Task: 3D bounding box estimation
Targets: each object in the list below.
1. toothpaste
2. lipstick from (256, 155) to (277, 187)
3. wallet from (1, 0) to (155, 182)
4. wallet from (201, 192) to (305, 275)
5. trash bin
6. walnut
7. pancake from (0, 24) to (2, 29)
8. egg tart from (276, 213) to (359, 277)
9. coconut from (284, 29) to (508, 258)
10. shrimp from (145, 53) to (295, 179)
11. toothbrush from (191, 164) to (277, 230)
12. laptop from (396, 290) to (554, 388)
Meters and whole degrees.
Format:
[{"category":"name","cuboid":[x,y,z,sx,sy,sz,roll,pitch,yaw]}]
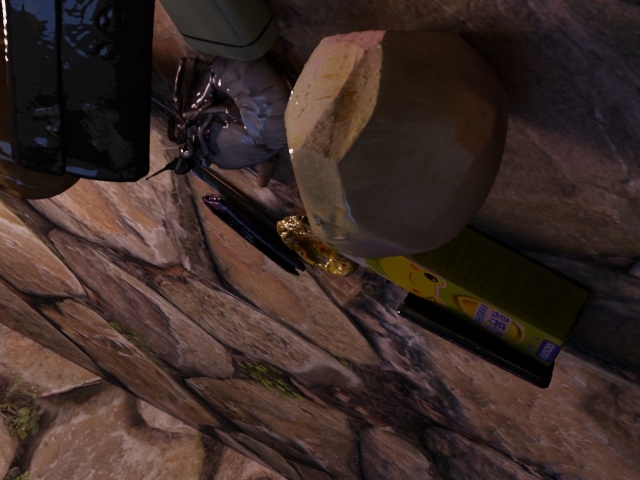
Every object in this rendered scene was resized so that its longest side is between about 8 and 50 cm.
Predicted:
[{"category":"toothpaste","cuboid":[0.160,0.033,1.625,0.327,0.077,0.110,29,160,9]},{"category":"lipstick","cuboid":[-0.070,-0.092,1.758,0.019,0.019,0.094,31,161,2]},{"category":"wallet","cuboid":[-0.279,-0.188,1.554,0.170,0.044,0.321,3,137,-7]},{"category":"wallet","cuboid":[-0.097,-0.012,1.948,0.166,0.030,0.111,38,-179,-18]},{"category":"trash bin","cuboid":[-0.117,-0.253,1.382,0.116,0.059,0.130,16,154,37]},{"category":"walnut","cuboid":[-0.386,-0.170,1.764,0.228,0.228,0.228,28,160,11]},{"category":"pancake","cuboid":[-0.543,-0.337,1.836,0.282,0.049,0.282,27,161,10]},{"category":"egg tart","cuboid":[0.000,0.000,1.825,0.130,0.052,0.130,27,161,10]},{"category":"coconut","cuboid":[0.073,-0.091,1.253,0.197,0.237,0.237,38,160,-30]},{"category":"shrimp","cuboid":[-0.127,-0.139,1.589,0.145,0.116,0.343,38,153,-15]},{"category":"toothbrush","cuboid":[-0.096,-0.042,1.926,0.219,0.016,0.019,36,169,-15]},{"category":"laptop","cuboid":[0.201,0.110,1.695,0.207,0.026,0.154,27,-163,6]}]
